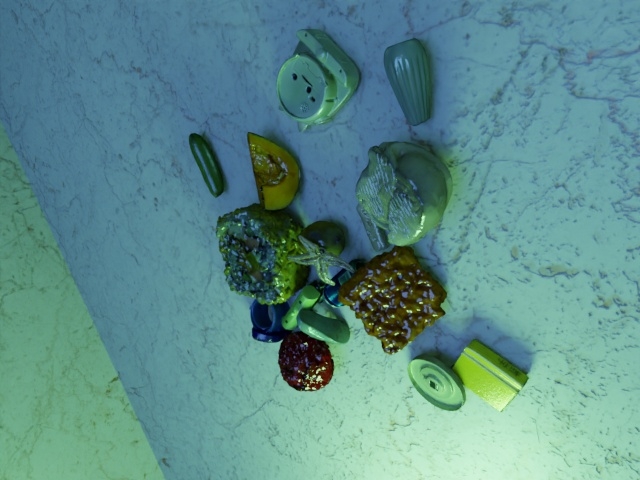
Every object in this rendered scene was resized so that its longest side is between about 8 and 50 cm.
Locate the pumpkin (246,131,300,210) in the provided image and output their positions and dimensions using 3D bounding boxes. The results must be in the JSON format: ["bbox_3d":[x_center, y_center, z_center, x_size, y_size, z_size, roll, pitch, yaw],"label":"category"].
[{"bbox_3d":[-0.179,-0.276,1.927,0.148,0.169,0.312,-155,53,-76],"label":"pumpkin"}]

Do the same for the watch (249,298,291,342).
[{"bbox_3d":[-0.222,0.334,2.150,0.196,0.171,0.200,12,99,33],"label":"watch"}]

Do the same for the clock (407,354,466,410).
[{"bbox_3d":[0.416,0.519,1.784,0.235,0.029,0.234,32,140,32],"label":"clock"}]

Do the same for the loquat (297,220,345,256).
[{"bbox_3d":[0.000,0.000,1.858,0.195,0.152,0.152,2,108,34],"label":"loquat"}]

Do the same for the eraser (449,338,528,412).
[{"bbox_3d":[0.567,0.456,1.671,0.226,0.069,0.158,36,125,20],"label":"eraser"}]

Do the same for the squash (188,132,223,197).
[{"bbox_3d":[-0.489,-0.326,2.133,0.082,0.082,0.292,-19,97,39],"label":"squash"}]

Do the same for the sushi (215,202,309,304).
[{"bbox_3d":[-0.243,0.047,1.994,0.352,0.240,0.396,9,115,32],"label":"sushi"}]

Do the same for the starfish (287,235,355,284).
[{"bbox_3d":[-0.002,0.084,1.786,0.247,0.050,0.138,33,130,10],"label":"starfish"}]

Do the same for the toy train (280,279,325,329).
[{"bbox_3d":[-0.070,0.267,2.003,0.105,0.157,0.253,45,129,17],"label":"toy train"}]

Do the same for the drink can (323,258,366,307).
[{"bbox_3d":[0.103,0.165,1.868,0.118,0.118,0.205,53,129,8],"label":"drink can"}]

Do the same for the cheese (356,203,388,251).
[{"bbox_3d":[0.188,-0.053,1.775,0.065,0.043,0.193,-22,92,34],"label":"cheese"}]

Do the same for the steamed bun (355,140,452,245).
[{"bbox_3d":[0.285,-0.158,1.564,0.309,0.220,0.324,52,155,27],"label":"steamed bun"}]

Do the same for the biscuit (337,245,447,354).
[{"bbox_3d":[0.256,0.200,1.714,0.318,0.110,0.312,-41,89,7],"label":"biscuit"}]

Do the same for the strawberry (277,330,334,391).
[{"bbox_3d":[-0.069,0.504,2.033,0.274,0.220,0.274,28,137,29],"label":"strawberry"}]

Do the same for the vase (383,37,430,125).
[{"bbox_3d":[0.275,-0.478,1.507,0.128,0.128,0.248,-4,113,37],"label":"vase"}]

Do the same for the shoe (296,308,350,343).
[{"bbox_3d":[0.000,0.351,1.962,0.251,0.103,0.100,28,140,-23],"label":"shoe"}]

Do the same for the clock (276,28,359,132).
[{"bbox_3d":[-0.037,-0.533,1.715,0.265,0.109,0.324,48,128,11],"label":"clock"}]
